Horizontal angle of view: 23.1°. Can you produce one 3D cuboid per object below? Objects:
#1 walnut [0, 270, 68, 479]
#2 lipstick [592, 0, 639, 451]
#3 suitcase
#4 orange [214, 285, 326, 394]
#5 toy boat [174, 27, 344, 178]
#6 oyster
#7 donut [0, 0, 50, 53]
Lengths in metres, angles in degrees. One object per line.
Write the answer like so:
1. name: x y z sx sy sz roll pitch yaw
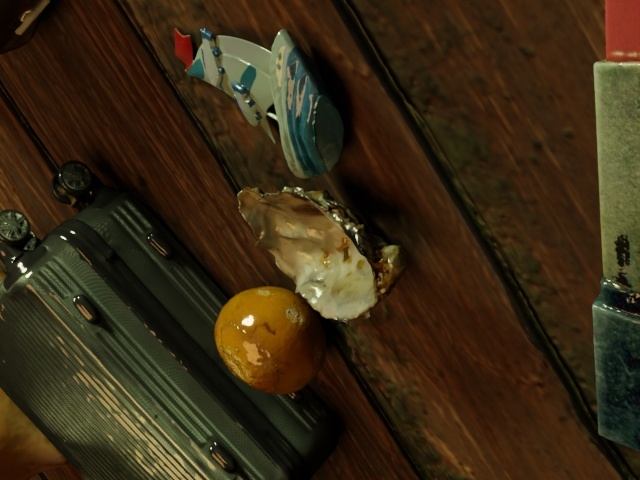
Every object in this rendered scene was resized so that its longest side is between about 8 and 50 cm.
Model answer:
1. walnut: -0.323 0.119 1.372 0.298 0.203 0.203 33 144 32
2. lipstick: 0.174 -0.016 0.834 0.051 0.051 0.312 20 136 35
3. suitcase: -0.146 0.105 1.225 0.312 0.128 0.202 48 146 -3
4. orange: -0.035 0.070 1.123 0.083 0.070 0.083 42 155 25
5. toy boat: -0.037 -0.105 0.995 0.149 0.034 0.105 48 151 20
6. oyster: 0.008 0.005 1.026 0.148 0.051 0.103 31 149 47
7. donut: -0.300 -0.230 1.079 0.270 0.103 0.269 29 144 24
